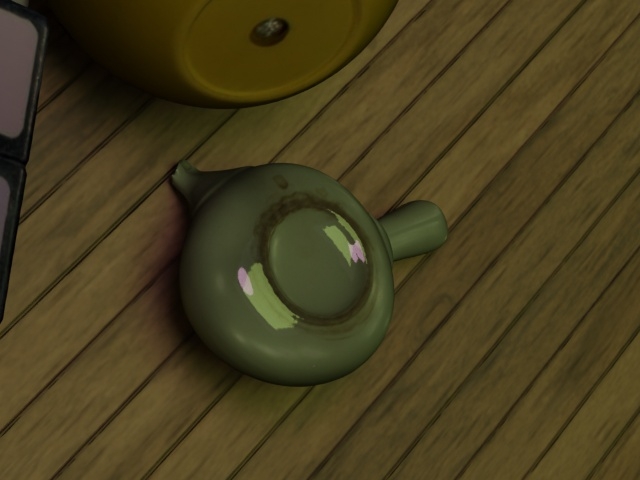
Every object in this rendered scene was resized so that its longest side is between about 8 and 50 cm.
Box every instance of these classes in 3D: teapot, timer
[{"bbox_3d":[0.007,0.037,1.595,0.318,0.149,0.220,10,70,-31],"label":"teapot"},{"bbox_3d":[-0.099,-0.314,1.483,0.376,0.376,0.387,1,48,-34],"label":"timer"}]

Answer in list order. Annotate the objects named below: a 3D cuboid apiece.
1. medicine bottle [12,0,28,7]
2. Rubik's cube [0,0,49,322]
[{"bbox_3d":[-0.347,-0.211,1.416,0.191,0.107,0.107,4,81,-34],"label":"medicine bottle"},{"bbox_3d":[-0.432,-0.028,1.153,0.359,0.363,0.362,24,64,-46],"label":"Rubik's cube"}]
